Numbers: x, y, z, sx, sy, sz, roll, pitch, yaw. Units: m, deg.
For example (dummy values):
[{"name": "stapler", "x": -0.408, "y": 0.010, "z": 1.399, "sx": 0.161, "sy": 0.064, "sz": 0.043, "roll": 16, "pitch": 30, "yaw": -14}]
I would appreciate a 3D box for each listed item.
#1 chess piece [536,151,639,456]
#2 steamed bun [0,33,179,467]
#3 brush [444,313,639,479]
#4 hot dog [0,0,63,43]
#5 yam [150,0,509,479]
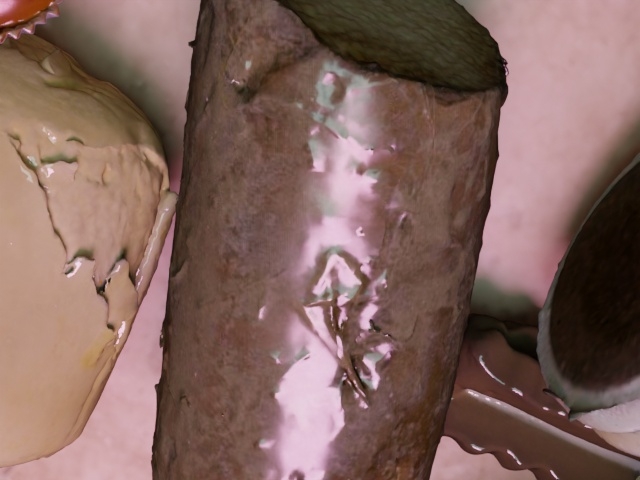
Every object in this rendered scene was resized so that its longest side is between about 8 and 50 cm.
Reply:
[{"name": "chess piece", "x": 0.275, "y": 0.074, "z": 0.602, "sx": 0.298, "sy": 0.176, "sz": 0.176, "roll": 28, "pitch": 106, "yaw": -15}, {"name": "steamed bun", "x": -0.221, "y": -0.009, "z": 0.596, "sx": 0.272, "sy": 0.166, "sz": 0.232, "roll": 26, "pitch": 108, "yaw": -6}, {"name": "brush", "x": 0.202, "y": 0.130, "z": 0.685, "sx": 0.301, "sy": 0.071, "sz": 0.084, "roll": 24, "pitch": 121, "yaw": -11}, {"name": "hot dog", "x": -0.143, "y": -0.179, "z": 0.556, "sx": 0.099, "sy": 0.053, "sz": 0.192, "roll": 19, "pitch": 72, "yaw": -9}, {"name": "yam", "x": 0.000, "y": 0.000, "z": 0.593, "sx": 0.167, "sy": 0.168, "sz": 0.304, "roll": 9, "pitch": 108, "yaw": -1}]
